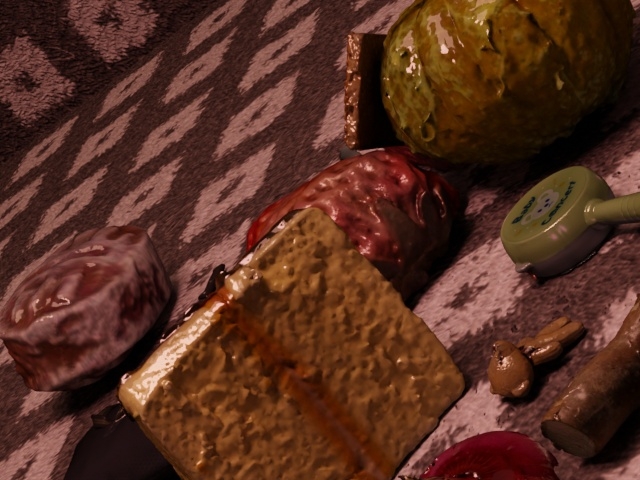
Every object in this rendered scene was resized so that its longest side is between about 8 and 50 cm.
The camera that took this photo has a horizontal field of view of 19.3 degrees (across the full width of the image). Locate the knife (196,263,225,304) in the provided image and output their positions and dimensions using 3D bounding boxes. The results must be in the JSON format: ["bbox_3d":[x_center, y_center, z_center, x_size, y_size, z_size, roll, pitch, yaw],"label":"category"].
[{"bbox_3d":[-0.156,0.087,2.408,0.023,0.010,0.170,-27,25,37],"label":"knife"}]

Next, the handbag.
[{"bbox_3d":[-0.199,0.220,2.078,0.254,0.089,0.211,-36,21,29],"label":"handbag"}]

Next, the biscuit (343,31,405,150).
[{"bbox_3d":[0.065,-0.165,2.077,0.025,0.131,0.231,3,4,17],"label":"biscuit"}]

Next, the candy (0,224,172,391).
[{"bbox_3d":[-0.310,0.090,2.486,0.214,0.157,0.289,-18,20,22],"label":"candy"}]

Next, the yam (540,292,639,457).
[{"bbox_3d":[0.267,0.072,1.500,0.253,0.061,0.061,-49,19,-22],"label":"yam"}]

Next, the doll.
[{"bbox_3d":[0.188,0.103,1.646,0.093,0.051,0.061,-17,9,-21],"label":"doll"}]

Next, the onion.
[{"bbox_3d":[0.103,0.201,1.417,0.150,0.140,0.150,-37,34,31],"label":"onion"}]

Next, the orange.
[{"bbox_3d":[0.198,-0.196,1.990,0.301,0.223,0.300,-39,5,12],"label":"orange"}]

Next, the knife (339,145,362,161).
[{"bbox_3d":[0.055,-0.095,2.378,0.028,0.015,0.210,-37,18,-3],"label":"knife"}]

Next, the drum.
[{"bbox_3d":[0.273,-0.037,1.746,0.253,0.049,0.130,-23,26,45],"label":"drum"}]

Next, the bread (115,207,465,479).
[{"bbox_3d":[-0.045,0.123,1.737,0.263,0.236,0.198,-46,19,-15],"label":"bread"}]

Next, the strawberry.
[{"bbox_3d":[0.000,0.000,2.067,0.265,0.149,0.336,-51,19,-20],"label":"strawberry"}]

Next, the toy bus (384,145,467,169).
[{"bbox_3d":[0.131,-0.126,2.222,0.077,0.065,0.192,-56,20,-7],"label":"toy bus"}]
